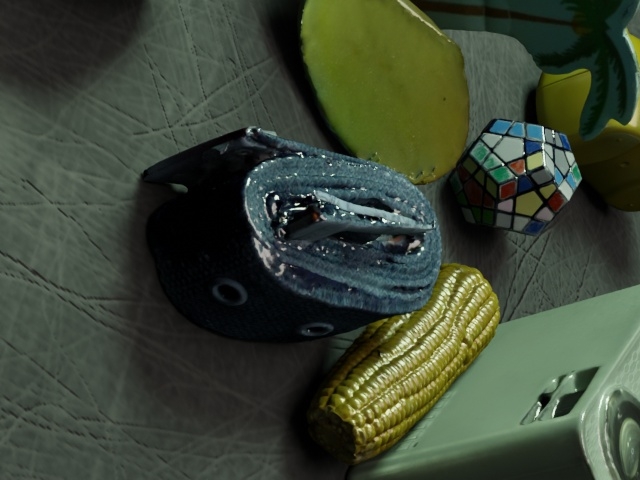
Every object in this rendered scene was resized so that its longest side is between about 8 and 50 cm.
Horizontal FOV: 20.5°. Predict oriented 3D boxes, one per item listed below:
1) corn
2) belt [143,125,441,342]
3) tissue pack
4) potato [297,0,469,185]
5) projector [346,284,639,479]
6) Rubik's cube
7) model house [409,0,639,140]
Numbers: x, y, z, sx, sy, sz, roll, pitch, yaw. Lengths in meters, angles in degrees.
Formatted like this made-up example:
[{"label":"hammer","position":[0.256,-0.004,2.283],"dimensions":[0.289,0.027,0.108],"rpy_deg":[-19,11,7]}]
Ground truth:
[{"label":"corn","position":[0.059,0.089,1.300],"dimensions":[0.231,0.080,0.080],"rpy_deg":[-41,109,-50]},{"label":"belt","position":[0.000,0.000,1.203],"dimensions":[0.218,0.128,0.122],"rpy_deg":[11,66,-51]},{"label":"tissue pack","position":[0.286,-0.116,1.673],"dimensions":[0.178,0.123,0.127],"rpy_deg":[32,50,-43]},{"label":"potato","position":[0.042,-0.134,1.375],"dimensions":[0.198,0.119,0.054],"rpy_deg":[51,-1,-22]},{"label":"projector","position":[0.164,0.141,1.308],"dimensions":[0.108,0.198,0.250],"rpy_deg":[64,34,-11]},{"label":"Rubik's cube","position":[0.164,-0.054,1.499],"dimensions":[0.111,0.093,0.111],"rpy_deg":[33,47,-44]},{"label":"model house","position":[0.192,-0.285,1.440],"dimensions":[0.340,0.324,0.300],"rpy_deg":[60,36,-16]}]
